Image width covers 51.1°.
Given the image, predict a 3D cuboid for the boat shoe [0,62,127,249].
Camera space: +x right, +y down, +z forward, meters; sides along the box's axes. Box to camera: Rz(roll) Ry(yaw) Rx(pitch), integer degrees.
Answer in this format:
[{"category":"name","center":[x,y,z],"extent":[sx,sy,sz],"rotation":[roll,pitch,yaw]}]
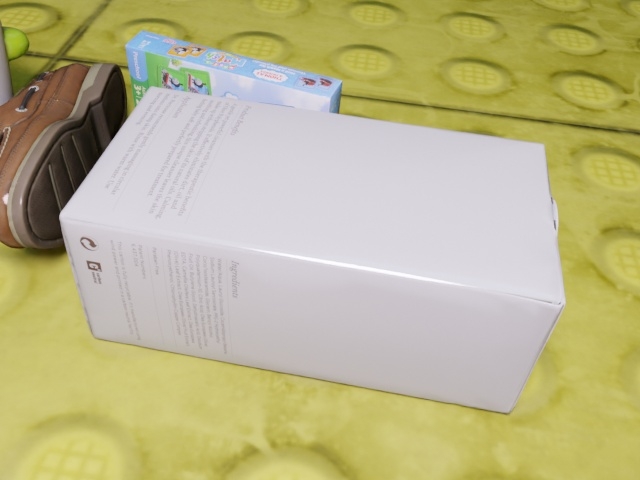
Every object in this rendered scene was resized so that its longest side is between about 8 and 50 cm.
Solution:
[{"category":"boat shoe","center":[-0.287,-0.091,0.692],"extent":[0.105,0.110,0.307],"rotation":[0,33,0]}]

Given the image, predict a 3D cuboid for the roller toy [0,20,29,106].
[{"category":"roller toy","center":[-0.436,-0.173,0.714],"extent":[0.210,0.146,0.191],"rotation":[2,25,0]}]

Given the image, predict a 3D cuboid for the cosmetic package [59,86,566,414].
[{"category":"cosmetic package","center":[0.000,0.000,0.578],"extent":[0.366,0.155,0.197],"rotation":[11,44,5]}]

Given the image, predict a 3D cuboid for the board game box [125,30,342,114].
[{"category":"board game box","center":[-0.088,-0.111,0.683],"extent":[0.212,0.160,0.039],"rotation":[16,45,12]}]
